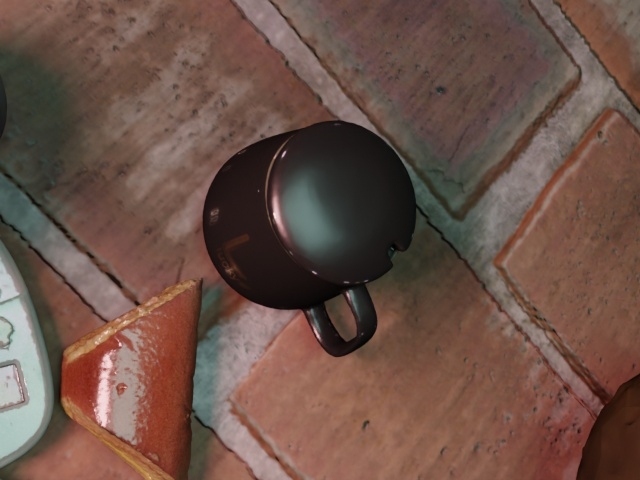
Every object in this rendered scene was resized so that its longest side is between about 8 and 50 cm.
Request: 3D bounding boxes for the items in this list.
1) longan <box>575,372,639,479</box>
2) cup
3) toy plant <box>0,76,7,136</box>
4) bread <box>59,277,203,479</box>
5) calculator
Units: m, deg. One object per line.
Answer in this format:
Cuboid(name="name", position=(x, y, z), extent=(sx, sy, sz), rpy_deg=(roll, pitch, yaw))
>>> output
Cuboid(name="longan", position=(0.455, 0.293, 0.901), extent=(0.391, 0.391, 0.390), rpy_deg=(5, 79, -26))
Cuboid(name="cup", position=(0.000, 0.000, 0.837), extent=(0.169, 0.177, 0.223), rpy_deg=(-24, 91, -31))
Cuboid(name="toy plant", position=(-0.358, -0.040, 0.557), extent=(0.185, 0.279, 0.400), rpy_deg=(21, 31, 0))
Cuboid(name="bread", position=(-0.166, 0.126, 0.792), extent=(0.119, 0.067, 0.192), rpy_deg=(5, 79, -26))
Cuboid(name="calculator", position=(-0.321, 0.102, 0.737), extent=(0.184, 0.042, 0.295), rpy_deg=(-13, 85, -27))
